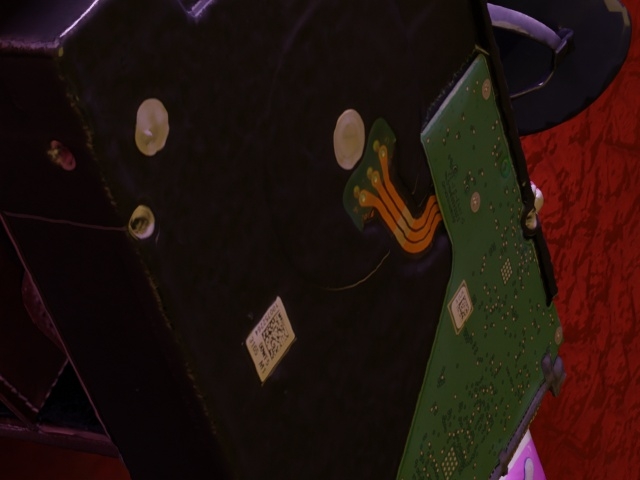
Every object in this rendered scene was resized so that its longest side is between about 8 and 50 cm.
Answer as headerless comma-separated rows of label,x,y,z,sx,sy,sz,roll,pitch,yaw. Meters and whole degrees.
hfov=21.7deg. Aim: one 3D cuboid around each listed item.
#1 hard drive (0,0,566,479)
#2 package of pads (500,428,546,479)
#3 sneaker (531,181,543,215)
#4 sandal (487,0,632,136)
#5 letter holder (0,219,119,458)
hard drive,0.000,0.000,0.644,0.237,0.064,0.339,-54,137,-38
package of pads,0.063,0.269,0.926,0.296,0.101,0.229,-51,128,-49
sneaker,0.075,-0.013,0.981,0.170,0.063,0.075,22,72,-52
sandal,0.059,-0.095,0.893,0.254,0.054,0.097,-4,112,-24
letter holder,-0.098,-0.097,0.684,0.214,0.152,0.302,54,51,-43
